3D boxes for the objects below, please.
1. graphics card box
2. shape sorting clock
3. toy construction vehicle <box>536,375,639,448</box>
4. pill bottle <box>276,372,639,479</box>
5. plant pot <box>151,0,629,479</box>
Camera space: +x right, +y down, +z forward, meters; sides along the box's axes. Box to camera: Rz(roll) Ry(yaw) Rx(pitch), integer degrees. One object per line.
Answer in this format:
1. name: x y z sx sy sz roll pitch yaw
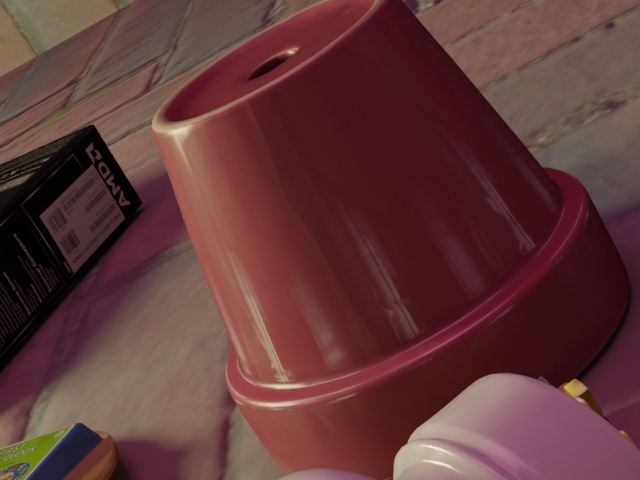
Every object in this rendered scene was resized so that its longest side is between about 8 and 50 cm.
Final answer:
1. graphics card box: -0.323 0.054 1.240 0.233 0.094 0.371 -21 21 29
2. shape sorting clock: -0.201 0.164 0.833 0.206 0.040 0.206 -28 14 8
3. toy construction vehicle: 0.075 0.088 0.608 0.086 0.035 0.098 -32 18 -3
4. pill bottle: -0.008 0.149 0.410 0.246 0.136 0.136 -38 19 -23
5. plant pot: 0.019 -0.013 0.733 0.201 0.180 0.201 -28 19 10
